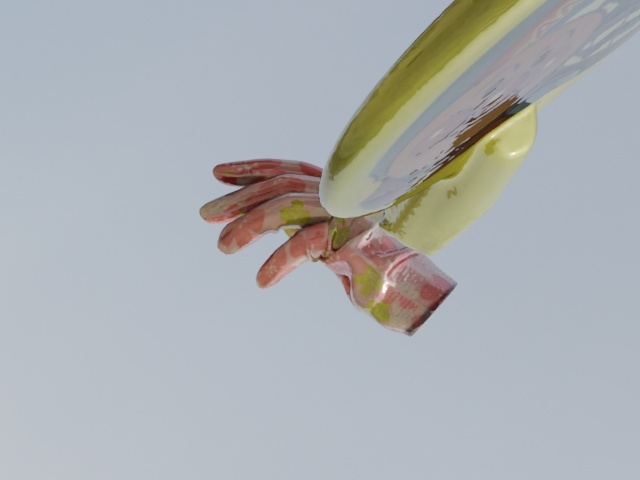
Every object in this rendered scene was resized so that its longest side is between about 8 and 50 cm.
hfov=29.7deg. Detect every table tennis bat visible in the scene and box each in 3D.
[{"bbox_3d":[0.082,-0.063,0.535,0.054,0.224,0.368,52,-16,8],"label":"table tennis bat"}]

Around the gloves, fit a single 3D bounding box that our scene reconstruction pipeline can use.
[{"bbox_3d":[0.006,-0.008,1.113,0.241,0.145,0.126,42,-59,5],"label":"gloves"}]
